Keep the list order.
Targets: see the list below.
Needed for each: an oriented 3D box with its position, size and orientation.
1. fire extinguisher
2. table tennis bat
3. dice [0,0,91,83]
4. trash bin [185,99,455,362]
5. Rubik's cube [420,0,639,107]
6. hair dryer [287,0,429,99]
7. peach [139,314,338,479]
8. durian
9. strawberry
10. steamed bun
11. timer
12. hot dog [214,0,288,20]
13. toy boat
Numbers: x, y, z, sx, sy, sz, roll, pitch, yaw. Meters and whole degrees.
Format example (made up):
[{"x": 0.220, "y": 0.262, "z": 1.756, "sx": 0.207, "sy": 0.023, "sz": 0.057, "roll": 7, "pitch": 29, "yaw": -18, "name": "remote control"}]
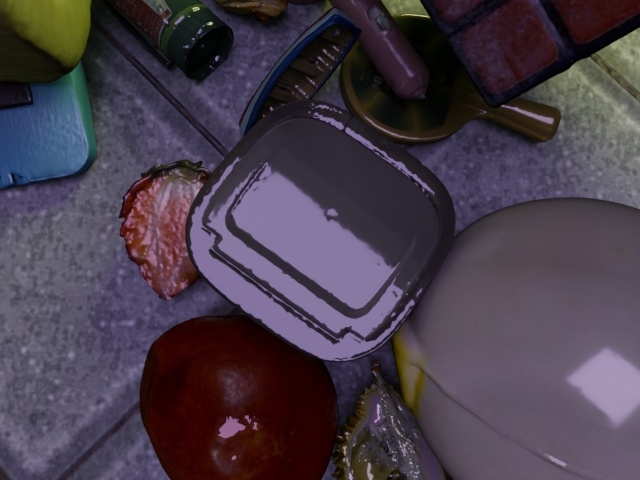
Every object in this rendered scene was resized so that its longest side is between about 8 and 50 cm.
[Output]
[{"x": -0.259, "y": -0.353, "z": 0.682, "sx": 0.294, "sy": 0.118, "sz": 0.093, "roll": 43, "pitch": 48, "yaw": 4, "name": "fire extinguisher"}, {"x": 0.184, "y": -0.215, "z": 0.703, "sx": 0.321, "sy": 0.050, "sz": 0.198, "roll": 21, "pitch": 80, "yaw": 6, "name": "table tennis bat"}, {"x": -0.396, "y": -0.305, "z": 0.508, "sx": 0.234, "sy": 0.238, "sz": 0.226, "roll": 2, "pitch": 95, "yaw": -5, "name": "dice"}, {"x": 0.000, "y": 0.000, "z": 0.560, "sx": 0.220, "sy": 0.250, "sz": 0.219, "roll": 38, "pitch": 82, "yaw": 3, "name": "trash bin"}, {"x": 0.248, "y": -0.392, "z": 0.480, "sx": 0.344, "sy": 0.337, "sz": 0.344, "roll": -25, "pitch": 107, "yaw": 34, "name": "Rubik's cube"}, {"x": 0.044, "y": -0.335, "z": 0.631, "sx": 0.125, "sy": 0.210, "sz": 0.352, "roll": -35, "pitch": 86, "yaw": -8, "name": "hair dryer"}, {"x": -0.089, "y": 0.181, "z": 0.543, "sx": 0.243, "sy": 0.243, "sz": 0.199, "roll": 44, "pitch": 77, "yaw": 4, "name": "peach"}, {"x": 0.071, "y": 0.252, "z": 0.598, "sx": 0.147, "sy": 0.102, "sz": 0.207, "roll": -1, "pitch": 76, "yaw": -31, "name": "durian"}, {"x": -0.181, "y": -0.015, "z": 0.644, "sx": 0.147, "sy": 0.082, "sz": 0.186, "roll": 8, "pitch": 88, "yaw": 5, "name": "strawberry"}, {"x": 0.254, "y": 0.112, "z": 0.505, "sx": 0.334, "sy": 0.374, "sz": 0.333, "roll": 13, "pitch": 112, "yaw": 34, "name": "steamed bun"}, {"x": -0.443, "y": -0.195, "z": 0.677, "sx": 0.232, "sy": 0.091, "sz": 0.249, "roll": -10, "pitch": 94, "yaw": -4, "name": "timer"}, {"x": -0.127, "y": -0.363, "z": 0.700, "sx": 0.169, "sy": 0.061, "sz": 0.078, "roll": 40, "pitch": 41, "yaw": 2, "name": "hot dog"}, {"x": -0.042, "y": -0.205, "z": 0.644, "sx": 0.229, "sy": 0.080, "sz": 0.045, "roll": -41, "pitch": 64, "yaw": 32, "name": "toy boat"}]
